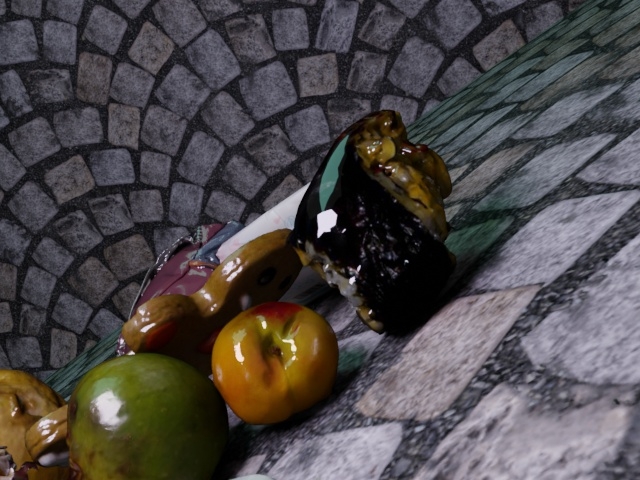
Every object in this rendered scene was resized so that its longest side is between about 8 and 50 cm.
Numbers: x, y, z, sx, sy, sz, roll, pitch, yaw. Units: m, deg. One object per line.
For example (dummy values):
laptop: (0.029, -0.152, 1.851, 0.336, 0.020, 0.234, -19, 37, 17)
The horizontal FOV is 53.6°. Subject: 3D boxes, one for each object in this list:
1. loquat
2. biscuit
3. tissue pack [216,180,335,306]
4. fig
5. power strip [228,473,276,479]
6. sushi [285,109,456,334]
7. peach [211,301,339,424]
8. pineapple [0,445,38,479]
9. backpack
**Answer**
loquat: (-0.521, 0.345, 0.977, 0.283, 0.276, 0.276, -36, 9, 19)
biscuit: (-0.173, 0.153, 0.835, 0.432, 0.064, 0.283, -43, -22, 2)
tissue pack: (0.001, 0.000, 0.992, 0.271, 0.124, 0.201, -33, -26, 23)
fig: (-0.180, 0.208, 0.668, 0.181, 0.181, 0.191, -29, -13, 37)
power strip: (-0.136, 0.258, 0.486, 0.385, 0.091, 0.062, -29, 14, 36)
sushi: (0.071, -0.023, 0.745, 0.204, 0.213, 0.200, -43, 5, -4)
peach: (-0.050, 0.131, 0.691, 0.138, 0.138, 0.138, -35, 9, 6)
pineapple: (-0.434, 0.296, 0.504, 0.352, 0.300, 0.353, -52, 26, 38)
backpack: (-0.245, 0.136, 1.147, 0.317, 0.197, 0.283, -48, -6, -37)
